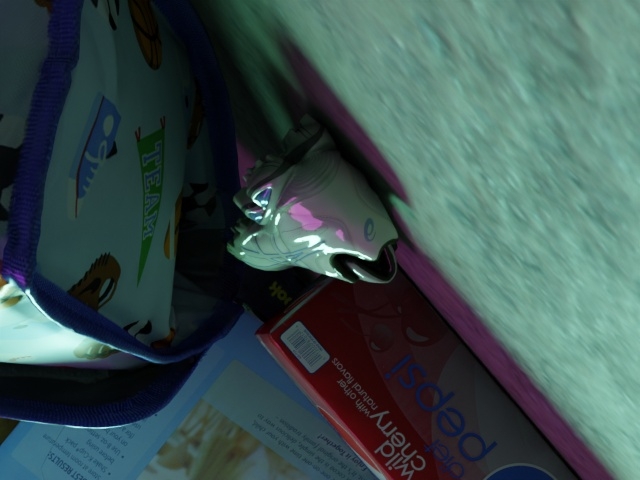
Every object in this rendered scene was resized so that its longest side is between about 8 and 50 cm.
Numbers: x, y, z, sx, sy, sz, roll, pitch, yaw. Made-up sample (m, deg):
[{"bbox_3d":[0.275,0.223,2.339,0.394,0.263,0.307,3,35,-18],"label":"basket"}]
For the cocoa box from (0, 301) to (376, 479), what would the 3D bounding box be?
[{"bbox_3d":[-0.039,0.217,1.240,0.347,0.231,0.228,34,167,21],"label":"cocoa box"}]

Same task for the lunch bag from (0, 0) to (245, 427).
[{"bbox_3d":[-0.226,-0.036,0.896,0.328,0.239,0.385,8,169,10],"label":"lunch bag"}]

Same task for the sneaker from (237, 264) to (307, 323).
[{"bbox_3d":[-0.043,0.030,1.246,0.144,0.053,0.059,55,171,-29],"label":"sneaker"}]

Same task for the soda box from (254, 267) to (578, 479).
[{"bbox_3d":[0.078,0.127,0.957,0.263,0.083,0.092,50,171,-2],"label":"soda box"}]

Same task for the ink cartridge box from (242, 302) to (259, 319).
[{"bbox_3d":[-0.090,0.257,1.661,0.071,0.324,0.330,-21,114,42],"label":"ink cartridge box"}]

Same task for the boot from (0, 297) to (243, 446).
[{"bbox_3d":[-0.199,0.096,1.384,0.096,0.280,0.264,28,128,39],"label":"boot"}]

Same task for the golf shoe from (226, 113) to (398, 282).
[{"bbox_3d":[0.000,0.000,0.870,0.086,0.069,0.176,42,172,6],"label":"golf shoe"}]
